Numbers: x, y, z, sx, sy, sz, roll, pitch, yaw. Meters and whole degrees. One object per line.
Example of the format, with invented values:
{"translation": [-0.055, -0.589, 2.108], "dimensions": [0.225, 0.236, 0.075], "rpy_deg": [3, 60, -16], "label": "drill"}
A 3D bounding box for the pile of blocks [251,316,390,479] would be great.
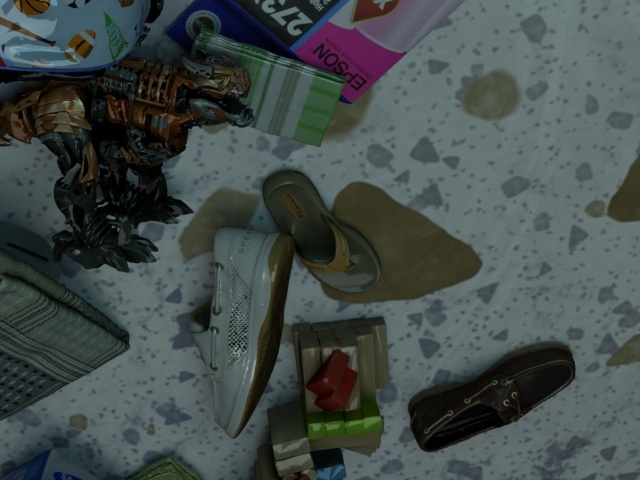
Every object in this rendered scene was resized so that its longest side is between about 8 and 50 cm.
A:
{"translation": [-0.007, 0.260, 1.777], "dimensions": [0.149, 0.113, 0.362], "rpy_deg": [17, 111, -14], "label": "pile of blocks"}

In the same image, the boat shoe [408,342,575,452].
{"translation": [0.203, 0.188, 1.816], "dimensions": [0.207, 0.073, 0.073], "rpy_deg": [-25, 122, 8], "label": "boat shoe"}

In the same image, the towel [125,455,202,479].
{"translation": [-0.204, 0.320, 1.873], "dimensions": [0.148, 0.027, 0.110], "rpy_deg": [-33, 123, 13], "label": "towel"}

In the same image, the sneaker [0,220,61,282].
{"translation": [-0.369, 0.013, 1.564], "dimensions": [0.091, 0.094, 0.258], "rpy_deg": [-32, 145, 16], "label": "sneaker"}

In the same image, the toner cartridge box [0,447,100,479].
{"translation": [-0.245, 0.393, 1.851], "dimensions": [0.165, 0.075, 0.348], "rpy_deg": [-32, 120, 32], "label": "toner cartridge box"}

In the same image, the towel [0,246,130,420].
{"translation": [-0.388, 0.134, 1.619], "dimensions": [0.312, 0.056, 0.324], "rpy_deg": [-27, 153, 9], "label": "towel"}

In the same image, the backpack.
{"translation": [-0.258, -0.243, 1.342], "dimensions": [0.276, 0.263, 0.213], "rpy_deg": [-2, 124, -5], "label": "backpack"}

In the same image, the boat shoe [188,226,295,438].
{"translation": [-0.095, 0.095, 1.705], "dimensions": [0.096, 0.098, 0.277], "rpy_deg": [17, 125, 8], "label": "boat shoe"}

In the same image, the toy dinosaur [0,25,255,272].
{"translation": [-0.215, -0.101, 1.540], "dimensions": [0.322, 0.164, 0.218], "rpy_deg": [2, 115, 36], "label": "toy dinosaur"}

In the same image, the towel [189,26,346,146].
{"translation": [-0.058, -0.150, 1.544], "dimensions": [0.152, 0.023, 0.113], "rpy_deg": [17, 146, -5], "label": "towel"}

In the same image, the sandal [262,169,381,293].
{"translation": [0.000, 0.000, 1.672], "dimensions": [0.072, 0.049, 0.180], "rpy_deg": [-31, 122, 13], "label": "sandal"}

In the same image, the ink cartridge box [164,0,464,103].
{"translation": [0.039, -0.260, 1.498], "dimensions": [0.371, 0.069, 0.175], "rpy_deg": [-40, 120, 21], "label": "ink cartridge box"}
